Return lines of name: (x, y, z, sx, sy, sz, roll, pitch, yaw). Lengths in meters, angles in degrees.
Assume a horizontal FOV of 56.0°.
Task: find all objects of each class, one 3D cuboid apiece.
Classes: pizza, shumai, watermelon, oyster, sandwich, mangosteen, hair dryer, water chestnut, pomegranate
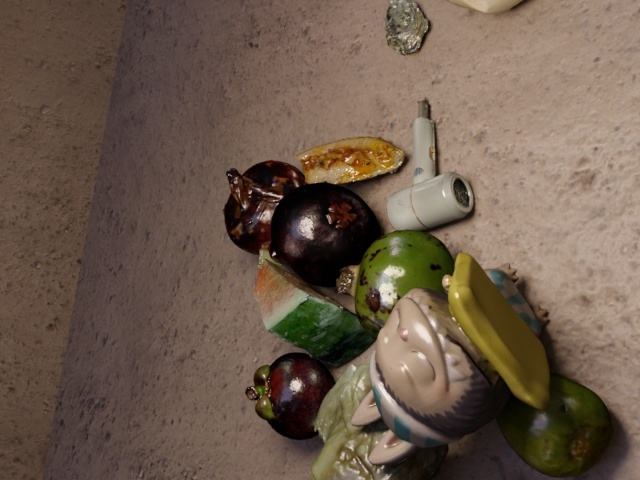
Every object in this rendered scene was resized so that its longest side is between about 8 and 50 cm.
pizza: (0.058, -0.206, 1.569, 0.182, 0.073, 0.365, -40, 30, -29)
shumai: (0.068, 0.429, 1.247, 0.330, 0.292, 0.288, -36, 59, -10)
watermelon: (-0.025, 0.195, 1.482, 0.302, 0.264, 0.151, 28, 88, 55)
oyster: (0.214, -0.556, 1.563, 0.125, 0.064, 0.177, -52, 48, 19)
sandwich: (-0.116, 0.113, 1.669, 0.096, 0.258, 0.094, 2, 64, 6)
mangosteen: (0.000, 0.000, 1.495, 0.302, 0.275, 0.274, 129, 138, -56)
hair dryer: (0.250, -0.197, 1.404, 0.173, 0.108, 0.357, -20, 59, 40)
water chestnut: (-0.161, -0.100, 1.685, 0.300, 0.300, 0.299, -16, 67, 44)
mangosteen: (-0.065, 0.386, 1.480, 0.216, 0.216, 0.216, -16, 67, 44)
pomegranate: (0.166, 0.102, 1.269, 0.271, 0.254, 0.254, 4, 79, 4)

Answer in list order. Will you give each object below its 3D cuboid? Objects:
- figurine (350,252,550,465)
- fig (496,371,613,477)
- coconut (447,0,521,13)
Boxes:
figurine: (0.192, 0.213, 1.085, 0.378, 0.361, 0.266, -34, 80, 26)
fig: (0.382, 0.303, 1.054, 0.233, 0.167, 0.167, 32, 103, 41)
coconut: (0.364, -0.610, 1.287, 0.266, 0.237, 0.237, -20, 64, 36)
